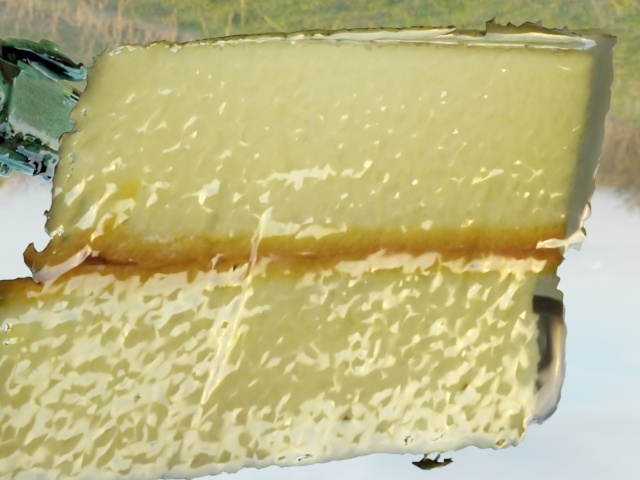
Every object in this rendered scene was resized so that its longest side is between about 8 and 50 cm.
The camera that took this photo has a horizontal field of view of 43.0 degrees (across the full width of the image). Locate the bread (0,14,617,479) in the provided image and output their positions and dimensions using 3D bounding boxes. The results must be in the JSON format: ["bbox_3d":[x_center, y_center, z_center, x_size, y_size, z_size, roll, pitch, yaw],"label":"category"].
[{"bbox_3d":[0.000,0.000,0.568,0.242,0.345,0.405,6,-175,41],"label":"bread"}]

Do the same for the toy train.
[{"bbox_3d":[-0.341,-0.149,0.925,0.237,0.150,0.369,22,177,11],"label":"toy train"}]
